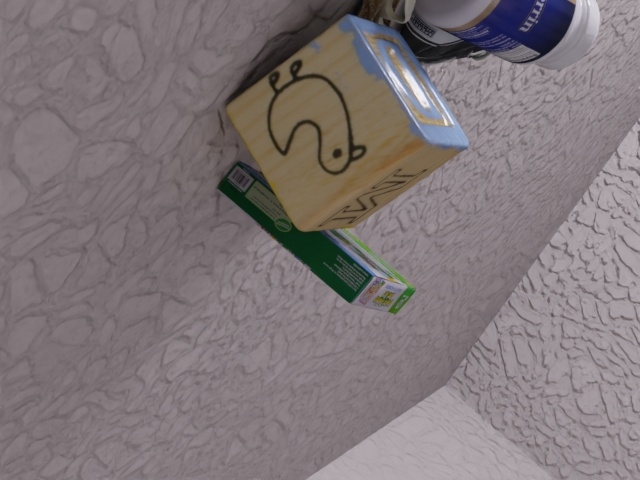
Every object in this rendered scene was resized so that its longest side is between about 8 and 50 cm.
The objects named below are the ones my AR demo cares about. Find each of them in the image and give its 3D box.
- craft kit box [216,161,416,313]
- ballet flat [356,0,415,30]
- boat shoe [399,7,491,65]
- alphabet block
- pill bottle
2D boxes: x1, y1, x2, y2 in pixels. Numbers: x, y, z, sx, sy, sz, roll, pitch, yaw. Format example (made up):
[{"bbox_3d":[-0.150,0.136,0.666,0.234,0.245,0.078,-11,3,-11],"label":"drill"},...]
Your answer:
[{"bbox_3d":[0.000,0.000,1.841,0.061,0.250,0.246,-52,162,9],"label":"craft kit box"},{"bbox_3d":[0.080,-0.290,1.726,0.073,0.067,0.206,-38,160,-39],"label":"ballet flat"},{"bbox_3d":[0.225,-0.318,1.966,0.306,0.113,0.105,-29,160,-45],"label":"boat shoe"},{"bbox_3d":[0.037,-0.141,1.643,0.197,0.192,0.193,-36,167,20],"label":"alphabet block"},{"bbox_3d":[0.257,-0.327,1.801,0.265,0.153,0.153,15,117,-45],"label":"pill bottle"}]
